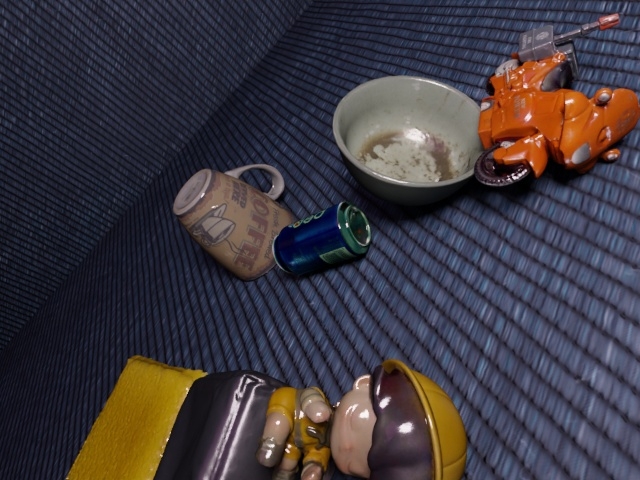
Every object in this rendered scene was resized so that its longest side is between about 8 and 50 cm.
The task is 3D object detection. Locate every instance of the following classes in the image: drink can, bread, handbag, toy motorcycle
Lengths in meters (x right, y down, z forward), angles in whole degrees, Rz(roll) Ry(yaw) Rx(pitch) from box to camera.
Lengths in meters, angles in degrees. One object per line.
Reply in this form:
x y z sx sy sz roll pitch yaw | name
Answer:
0.000 0.000 0.911 0.205 0.118 0.118 -20 46 33 | drink can
-0.355 0.421 0.894 0.324 0.143 0.333 -2 57 45 | bread
-0.150 0.378 0.690 0.275 0.178 0.302 -29 39 54 | handbag
0.369 -0.221 0.688 0.221 0.148 0.325 -7 51 35 | toy motorcycle

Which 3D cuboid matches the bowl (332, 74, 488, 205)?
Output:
0.165 -0.170 0.827 0.289 0.146 0.289 1 58 -1 | bowl

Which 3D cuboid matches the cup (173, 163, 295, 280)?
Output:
-0.209 -0.087 1.097 0.227 0.257 0.301 5 60 46 | cup

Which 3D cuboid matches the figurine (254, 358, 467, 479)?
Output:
0.055 0.246 0.555 0.257 0.192 0.167 5 23 15 | figurine

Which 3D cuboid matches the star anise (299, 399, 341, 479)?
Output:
0.004 0.322 0.668 0.124 0.056 0.129 -39 22 18 | star anise
